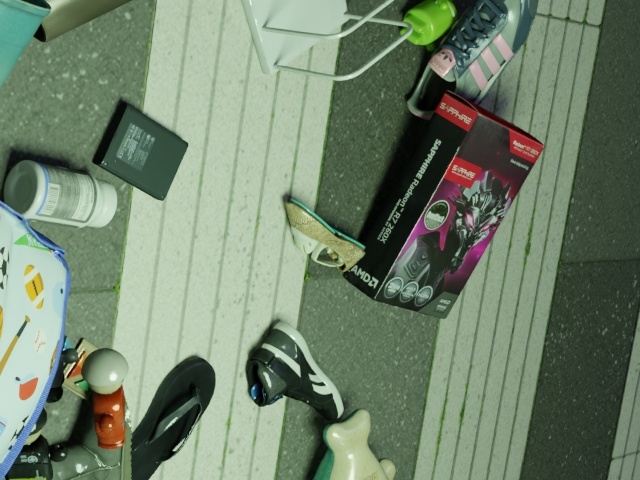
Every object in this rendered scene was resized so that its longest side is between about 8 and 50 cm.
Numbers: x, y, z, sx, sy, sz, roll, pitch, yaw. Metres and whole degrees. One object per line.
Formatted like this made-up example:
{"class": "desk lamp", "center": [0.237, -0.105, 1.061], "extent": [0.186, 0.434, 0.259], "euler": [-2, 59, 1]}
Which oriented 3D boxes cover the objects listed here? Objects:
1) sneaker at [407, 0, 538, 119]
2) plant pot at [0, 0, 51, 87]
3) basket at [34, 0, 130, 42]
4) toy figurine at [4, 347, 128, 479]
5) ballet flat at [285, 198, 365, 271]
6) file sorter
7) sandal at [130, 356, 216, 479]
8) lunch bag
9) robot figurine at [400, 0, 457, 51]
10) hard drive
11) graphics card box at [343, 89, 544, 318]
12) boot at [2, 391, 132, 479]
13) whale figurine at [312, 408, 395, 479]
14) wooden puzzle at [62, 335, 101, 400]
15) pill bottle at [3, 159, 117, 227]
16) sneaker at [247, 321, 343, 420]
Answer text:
{"class": "sneaker", "center": [0.254, -0.323, 2.205], "extent": [0.131, 0.112, 0.319], "euler": [-17, 144, -43]}
{"class": "plant pot", "center": [-0.469, -0.202, 1.414], "extent": [0.271, 0.271, 0.255], "euler": [18, 104, -50]}
{"class": "basket", "center": [-0.287, -0.359, 1.613], "extent": [0.227, 0.154, 0.204], "euler": [-41, 106, -16]}
{"class": "toy figurine", "center": [-0.367, 0.203, 1.679], "extent": [0.213, 0.209, 0.148], "euler": [-32, 136, -38]}
{"class": "ballet flat", "center": [0.000, 0.000, 2.142], "extent": [0.206, 0.073, 0.067], "euler": [33, 91, -45]}
{"class": "file sorter", "center": [0.002, -0.402, 1.930], "extent": [0.193, 0.173, 0.278], "euler": [-41, 129, -33]}
{"class": "sandal", "center": [-0.232, 0.293, 1.981], "extent": [0.254, 0.054, 0.097], "euler": [-55, 136, -21]}
{"class": "lunch bag", "center": [-0.452, 0.119, 1.435], "extent": [0.386, 0.238, 0.328], "euler": [-60, 159, -10]}
{"class": "robot figurine", "center": [0.187, -0.374, 2.228], "extent": [0.115, 0.067, 0.101], "euler": [-34, 149, -39]}
{"class": "hard drive", "center": [-0.251, -0.123, 1.849], "extent": [0.135, 0.022, 0.094], "euler": [32, 77, -48]}
{"class": "graphics card box", "center": [0.217, -0.053, 2.280], "extent": [0.232, 0.094, 0.371], "euler": [18, 106, -51]}
{"class": "boot", "center": [-0.366, 0.300, 1.822], "extent": [0.208, 0.076, 0.190], "euler": [-9, 100, -33]}
{"class": "whale figurine", "center": [0.036, 0.423, 2.268], "extent": [0.216, 0.141, 0.272], "euler": [-23, 114, -42]}
{"class": "wooden puzzle", "center": [-0.332, 0.184, 1.864], "extent": [0.116, 0.014, 0.079], "euler": [34, 76, -48]}
{"class": "pill bottle", "center": [-0.340, -0.058, 1.727], "extent": [0.137, 0.078, 0.078], "euler": [11, 94, -50]}
{"class": "sneaker", "center": [-0.053, 0.247, 2.161], "extent": [0.121, 0.079, 0.217], "euler": [-47, 125, -24]}
